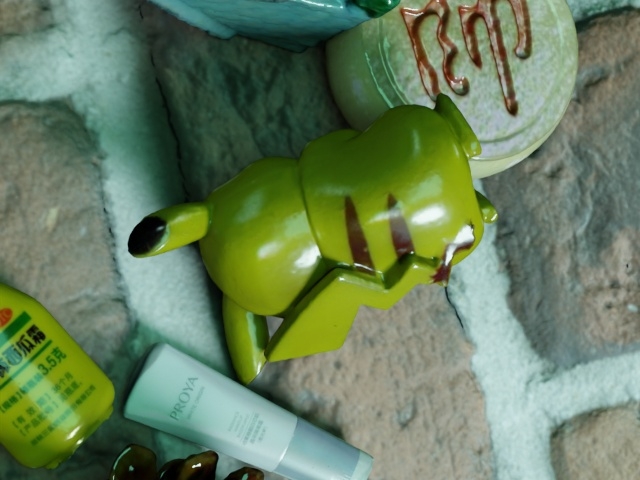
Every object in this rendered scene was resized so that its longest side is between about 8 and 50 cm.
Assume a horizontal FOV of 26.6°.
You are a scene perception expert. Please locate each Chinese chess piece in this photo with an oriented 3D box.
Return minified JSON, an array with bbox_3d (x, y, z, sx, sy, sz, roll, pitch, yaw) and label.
[{"bbox_3d":[0.136,-0.196,1.410,0.270,0.112,0.270,3,82,-20],"label":"Chinese chess piece"}]

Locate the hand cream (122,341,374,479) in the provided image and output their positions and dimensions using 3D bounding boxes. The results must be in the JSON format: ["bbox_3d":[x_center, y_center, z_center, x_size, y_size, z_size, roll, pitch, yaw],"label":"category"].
[{"bbox_3d":[-0.068,0.183,1.318,0.255,0.048,0.079,27,76,-16],"label":"hand cream"}]

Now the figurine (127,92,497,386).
[{"bbox_3d":[0.007,-0.003,1.293,0.327,0.169,0.218,-16,127,7],"label":"figurine"}]

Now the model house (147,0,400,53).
[{"bbox_3d":[-0.059,-0.352,1.283,0.249,0.230,0.280,15,77,-27],"label":"model house"}]

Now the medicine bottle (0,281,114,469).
[{"bbox_3d":[-0.317,0.068,1.220,0.111,0.076,0.309,-44,99,-21],"label":"medicine bottle"}]

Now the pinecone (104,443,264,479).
[{"bbox_3d":[-0.116,0.294,1.208,0.229,0.202,0.201,-20,52,-36],"label":"pinecone"}]
